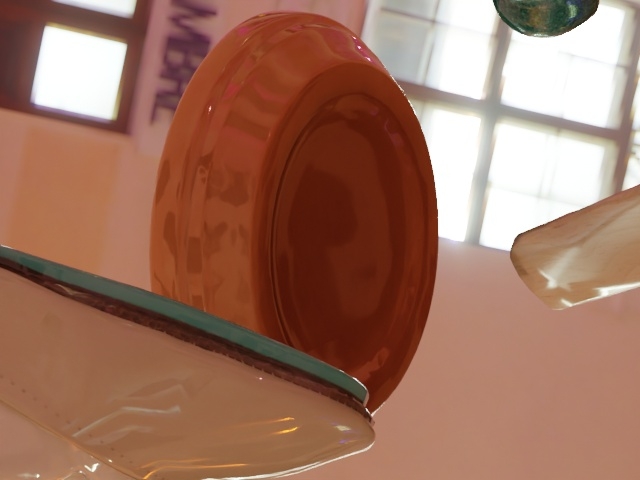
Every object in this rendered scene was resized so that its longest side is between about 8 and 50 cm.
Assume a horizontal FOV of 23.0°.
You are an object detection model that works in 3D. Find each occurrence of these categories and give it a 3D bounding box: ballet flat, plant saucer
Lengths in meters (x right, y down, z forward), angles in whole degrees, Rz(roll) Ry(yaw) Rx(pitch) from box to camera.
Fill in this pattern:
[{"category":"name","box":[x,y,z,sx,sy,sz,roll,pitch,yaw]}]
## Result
[{"category":"ballet flat","box":[-0.110,0.026,0.418,0.086,0.248,0.086,25,90,-89]},{"category":"plant saucer","box":[0.000,0.000,0.683,0.037,0.200,0.200,2,-102,31]}]

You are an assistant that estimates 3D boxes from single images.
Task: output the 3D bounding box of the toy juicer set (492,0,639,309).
[{"category":"toy juicer set","box":[0.060,-0.114,0.341,0.089,0.329,0.209,-40,-156,-19]}]
